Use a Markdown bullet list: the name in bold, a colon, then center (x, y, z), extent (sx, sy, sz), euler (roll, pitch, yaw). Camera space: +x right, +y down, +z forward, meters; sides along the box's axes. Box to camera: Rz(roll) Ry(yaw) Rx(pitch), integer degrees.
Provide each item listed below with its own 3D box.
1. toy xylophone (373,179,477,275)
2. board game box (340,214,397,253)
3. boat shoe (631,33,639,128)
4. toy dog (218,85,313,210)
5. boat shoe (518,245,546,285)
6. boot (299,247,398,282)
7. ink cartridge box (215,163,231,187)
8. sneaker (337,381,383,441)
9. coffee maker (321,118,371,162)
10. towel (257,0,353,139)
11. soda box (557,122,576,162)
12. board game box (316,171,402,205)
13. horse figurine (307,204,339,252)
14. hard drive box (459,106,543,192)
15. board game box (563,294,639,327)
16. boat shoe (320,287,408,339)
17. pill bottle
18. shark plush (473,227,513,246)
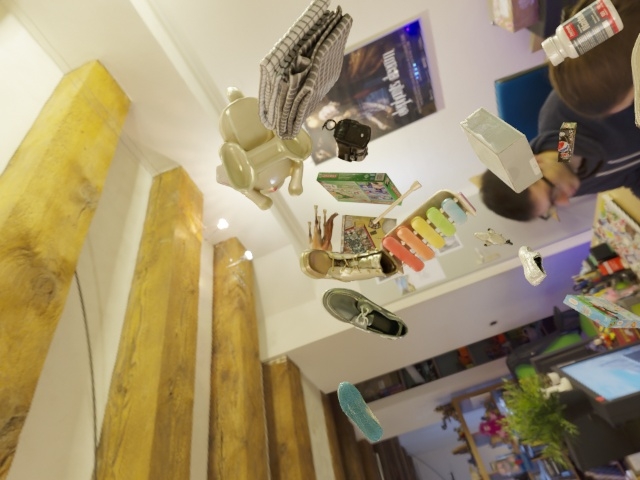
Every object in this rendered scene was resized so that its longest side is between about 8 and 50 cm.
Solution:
- **toy xylophone**: center (0.304, -0.043, 1.274), extent (0.236, 0.323, 0.081), euler (28, -155, -30)
- **board game box**: center (0.207, -0.020, 1.759), extent (0.042, 0.243, 0.165), euler (-178, 91, -71)
- **boat shoe**: center (0.957, -0.467, 1.170), extent (0.096, 0.116, 0.325), euler (7, -94, -52)
- **toy dog**: center (-0.227, -0.292, 1.444), extent (0.395, 0.284, 0.408), euler (50, 172, 6)
- **boat shoe**: center (0.722, 0.072, 1.393), extent (0.066, 0.063, 0.184), euler (36, -142, -5)
- **boot**: center (0.071, 0.056, 0.988), extent (0.213, 0.165, 0.077), euler (17, -110, -45)
- **ink cartridge box**: center (-0.345, -0.299, 1.808), extent (0.139, 0.190, 0.082), euler (14, -112, -55)
- **sneaker**: center (0.136, 0.625, 1.512), extent (0.229, 0.087, 0.092), euler (56, 171, 7)
- **coffee maker**: center (0.102, -0.376, 1.528), extent (0.171, 0.120, 0.178), euler (41, 176, 6)
- **towel**: center (-0.035, -0.393, 0.983), extent (0.121, 0.235, 0.284), euler (35, 164, -2)
- **soda box**: center (1.083, -0.428, 1.808), extent (0.060, 0.053, 0.169), euler (-49, -44, -33)
- **board game box**: center (0.167, -0.219, 1.742), extent (0.213, 0.317, 0.046), euler (36, -114, -54)
- **horse figurine**: center (0.000, 0.000, 1.212), extent (0.263, 0.066, 0.175), euler (127, 139, -73)
- **hard drive box**: center (0.552, -0.281, 1.268), extent (0.181, 0.089, 0.232), euler (42, -162, -37)
- **board game box**: center (0.981, 0.245, 1.424), extent (0.160, 0.211, 0.039), euler (44, 122, 57)
- **boat shoe**: center (0.153, 0.244, 1.369), extent (0.319, 0.116, 0.099), euler (28, 167, -15)
- **pill bottle**: center (0.746, -0.594, 1.182), extent (0.108, 0.180, 0.108), euler (27, -132, -35)
- **shark plush**: center (0.708, -0.012, 1.668), extent (0.067, 0.161, 0.073), euler (-172, 83, -78)
